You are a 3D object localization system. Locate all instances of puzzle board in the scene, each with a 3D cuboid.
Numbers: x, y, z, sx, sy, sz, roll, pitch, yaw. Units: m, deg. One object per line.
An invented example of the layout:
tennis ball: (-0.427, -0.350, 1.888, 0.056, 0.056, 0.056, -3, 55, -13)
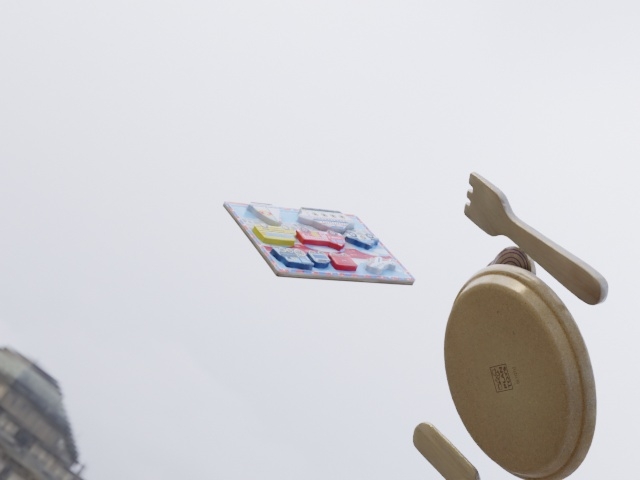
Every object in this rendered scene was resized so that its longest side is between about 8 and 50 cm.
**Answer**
puzzle board: (0.000, 0.000, 0.892, 0.096, 0.128, 0.011, 50, -55, 44)

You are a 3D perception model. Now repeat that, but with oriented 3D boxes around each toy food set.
toy food set: (0.113, 0.070, 0.657, 0.132, 0.038, 0.192, 45, -44, 45)
